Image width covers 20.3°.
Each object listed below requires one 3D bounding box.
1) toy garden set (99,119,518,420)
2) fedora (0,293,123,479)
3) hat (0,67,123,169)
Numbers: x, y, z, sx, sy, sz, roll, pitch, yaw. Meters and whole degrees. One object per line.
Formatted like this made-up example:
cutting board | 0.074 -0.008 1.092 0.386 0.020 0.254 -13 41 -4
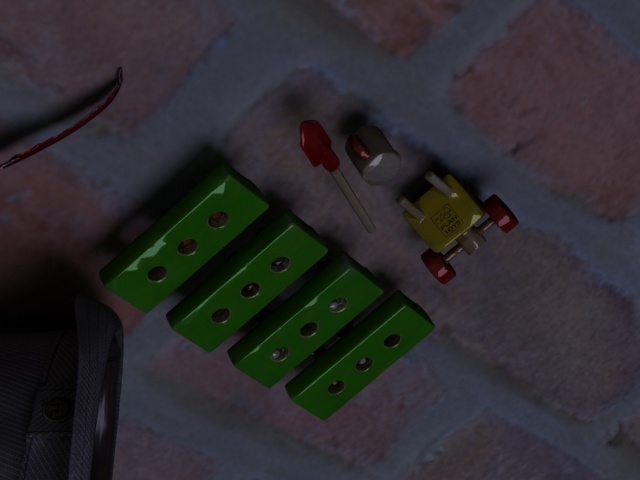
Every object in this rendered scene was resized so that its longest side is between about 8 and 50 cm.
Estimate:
toy garden set | 0.000 0.000 1.192 0.204 0.049 0.244 -41 137 12
fedora | -0.193 0.161 1.094 0.124 0.275 0.244 4 152 -3
hat | -0.240 0.003 1.062 0.208 0.183 0.173 9 126 16
